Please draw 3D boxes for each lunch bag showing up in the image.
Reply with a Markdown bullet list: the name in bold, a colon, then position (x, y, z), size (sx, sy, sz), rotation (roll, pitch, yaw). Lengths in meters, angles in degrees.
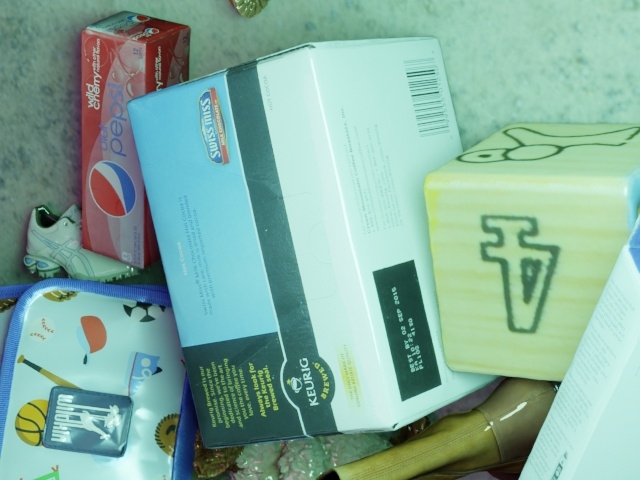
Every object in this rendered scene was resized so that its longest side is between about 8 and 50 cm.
- **lunch bag**: position (-0.312, 0.220, 1.834), size (0.385, 0.239, 0.327), rotation (-4, 69, 28)

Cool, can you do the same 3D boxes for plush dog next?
- **plush dog**: position (-0.025, 0.230, 1.753), size (0.225, 0.262, 0.210), rotation (27, 89, 11)

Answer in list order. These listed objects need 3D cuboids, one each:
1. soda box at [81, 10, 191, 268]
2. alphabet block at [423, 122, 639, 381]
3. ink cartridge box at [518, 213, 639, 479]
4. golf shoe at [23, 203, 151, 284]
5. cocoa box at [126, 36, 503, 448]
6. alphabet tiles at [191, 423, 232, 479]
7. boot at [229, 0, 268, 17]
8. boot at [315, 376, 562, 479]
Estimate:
- **soda box**: position (-0.202, -0.109, 1.788), size (0.092, 0.083, 0.263), rotation (17, 118, 28)
- **alphabet block**: position (0.229, 0.007, 1.481), size (0.197, 0.192, 0.193), rotation (3, 109, 34)
- **ink cartridge box**: position (0.362, 0.098, 1.363), size (0.071, 0.324, 0.330), rotation (-119, 38, -47)
- **golf shoe**: position (-0.275, 0.003, 1.898), size (0.176, 0.069, 0.086), rotation (7, 107, 30)
- **cocoa box**: position (0.000, 0.000, 1.566), size (0.228, 0.231, 0.347), rotation (-12, 91, 36)
- **alphabet tiles**: position (-0.156, 0.340, 1.992), size (0.285, 0.011, 0.342), rotation (53, 128, 4)
- **boot**: position (-0.086, -0.305, 1.653), size (0.085, 0.059, 0.158), rotation (24, 125, 42)
- **boot**: position (0.112, 0.220, 1.557), size (0.096, 0.280, 0.264), rotation (62, 161, 10)
